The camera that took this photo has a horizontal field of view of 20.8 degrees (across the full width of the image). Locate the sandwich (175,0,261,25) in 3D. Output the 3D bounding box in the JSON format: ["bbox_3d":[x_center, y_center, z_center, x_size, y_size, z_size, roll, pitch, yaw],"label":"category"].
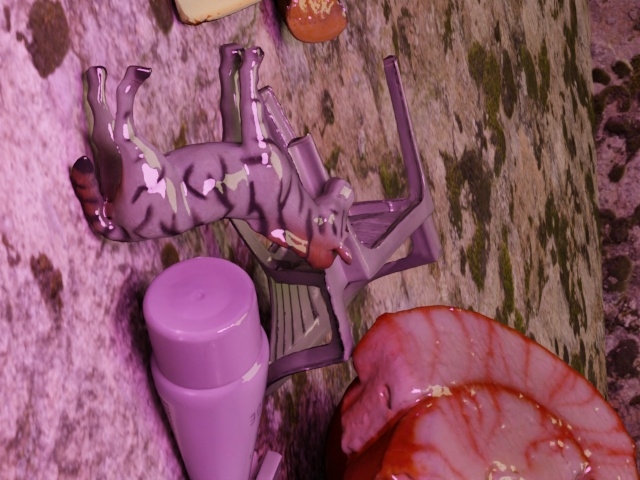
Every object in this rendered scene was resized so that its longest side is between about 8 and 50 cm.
[{"bbox_3d":[-0.055,-0.282,1.605,0.187,0.144,0.117,-60,136,-64],"label":"sandwich"}]

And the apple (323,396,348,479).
[{"bbox_3d":[0.130,0.230,1.763,0.260,0.260,0.216,50,40,-59],"label":"apple"}]

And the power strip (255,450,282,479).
[{"bbox_3d":[-0.052,0.226,1.568,0.090,0.016,0.040,-64,166,-64],"label":"power strip"}]

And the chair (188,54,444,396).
[{"bbox_3d":[0.000,0.000,1.603,0.203,0.190,0.275,-42,118,-49],"label":"chair"}]

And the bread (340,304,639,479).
[{"bbox_3d":[0.157,0.225,1.519,0.295,0.114,0.328,19,46,-30],"label":"bread"}]

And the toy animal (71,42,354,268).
[{"bbox_3d":[-0.072,-0.072,1.373,0.090,0.255,0.170,8,-90,65],"label":"toy animal"}]

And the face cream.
[{"bbox_3d":[-0.083,0.139,1.446,0.274,0.096,0.154,83,10,-46],"label":"face cream"}]

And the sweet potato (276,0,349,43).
[{"bbox_3d":[-0.018,-0.349,1.842,0.112,0.085,0.286,0,82,-68],"label":"sweet potato"}]
